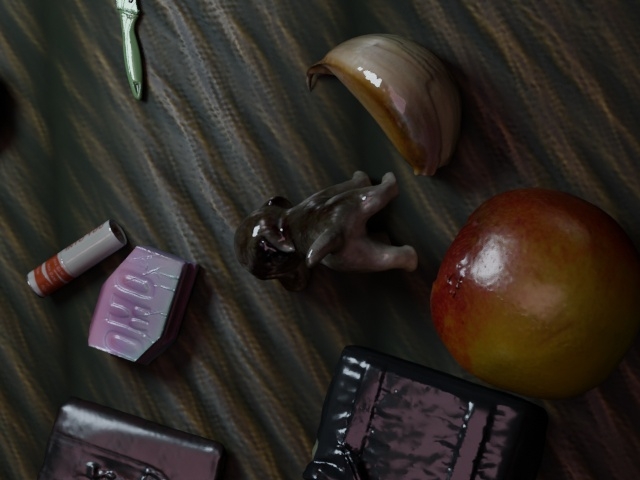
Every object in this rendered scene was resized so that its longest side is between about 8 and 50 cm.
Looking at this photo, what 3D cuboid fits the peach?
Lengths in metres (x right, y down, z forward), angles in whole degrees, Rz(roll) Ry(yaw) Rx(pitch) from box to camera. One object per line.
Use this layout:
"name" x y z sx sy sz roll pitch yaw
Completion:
"peach" 0.235 0.058 1.553 0.231 0.231 0.231 0 90 16

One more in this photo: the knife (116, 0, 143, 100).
"knife" -0.237 -0.275 1.782 0.030 0.014 0.207 -10 87 17

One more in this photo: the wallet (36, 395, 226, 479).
"wallet" -0.236 0.306 1.765 0.229 0.049 0.182 14 91 14

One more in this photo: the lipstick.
"lipstick" -0.303 0.023 1.788 0.131 0.038 0.038 -33 82 13

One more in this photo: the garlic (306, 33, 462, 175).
"garlic" 0.086 -0.181 1.651 0.115 0.128 0.207 -43 71 -12

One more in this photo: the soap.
"soap" -0.220 0.082 1.756 0.100 0.056 0.149 20 95 17

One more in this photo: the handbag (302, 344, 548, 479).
"handbag" 0.116 0.234 1.601 0.254 0.181 0.181 18 88 16

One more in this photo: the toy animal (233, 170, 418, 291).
"toy animal" 0.008 -0.004 1.639 0.169 0.233 0.121 -17 97 -25
